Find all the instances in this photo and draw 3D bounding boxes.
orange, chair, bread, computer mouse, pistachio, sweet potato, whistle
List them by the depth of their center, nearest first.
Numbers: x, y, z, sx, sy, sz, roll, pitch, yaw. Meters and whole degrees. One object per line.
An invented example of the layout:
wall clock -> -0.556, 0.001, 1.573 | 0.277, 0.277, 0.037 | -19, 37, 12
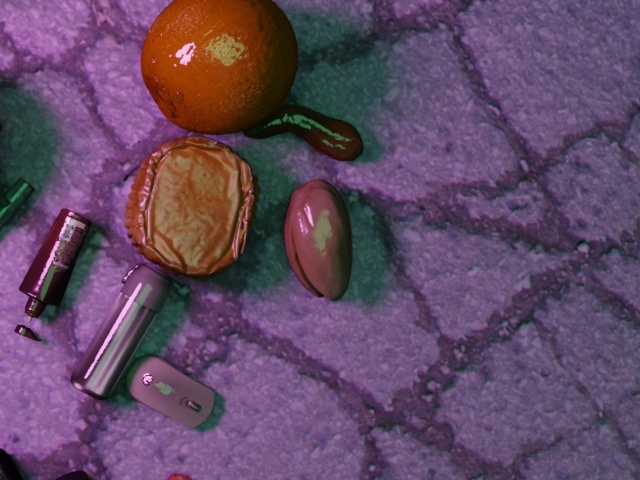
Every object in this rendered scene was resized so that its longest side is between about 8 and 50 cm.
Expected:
chair -> -0.528, 0.424, 1.833 | 0.221, 0.140, 0.145 | -29, 94, -11
orange -> -0.175, -0.314, 1.846 | 0.274, 0.274, 0.274 | 0, 89, -10
whistle -> -0.582, -0.032, 1.885 | 0.039, 0.039, 0.186 | 40, 83, -7
bread -> -0.229, -0.060, 1.897 | 0.227, 0.142, 0.253 | 18, 83, -8
computer mouse -> -0.268, 0.278, 1.924 | 0.182, 0.056, 0.089 | 31, 88, -8
pistachio -> 0.000, 0.000, 1.946 | 0.136, 0.136, 0.226 | -9, 96, -10
sweet potato -> -0.026, -0.206, 1.976 | 0.233, 0.062, 0.081 | 14, 88, -6

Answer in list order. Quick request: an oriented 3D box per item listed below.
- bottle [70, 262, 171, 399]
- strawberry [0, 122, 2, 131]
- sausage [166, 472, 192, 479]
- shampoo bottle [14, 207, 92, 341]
bottle -> -0.360, 0.159, 1.902 | 0.096, 0.079, 0.253 | 27, 84, 30
strawberry -> -0.653, -0.164, 1.786 | 0.250, 0.238, 0.288 | -20, 120, -4
sausage -> -0.337, 0.534, 1.876 | 0.304, 0.078, 0.078 | -43, 96, -25
shampoo bottle -> -0.480, 0.061, 1.887 | 0.068, 0.067, 0.236 | 24, 86, 11
